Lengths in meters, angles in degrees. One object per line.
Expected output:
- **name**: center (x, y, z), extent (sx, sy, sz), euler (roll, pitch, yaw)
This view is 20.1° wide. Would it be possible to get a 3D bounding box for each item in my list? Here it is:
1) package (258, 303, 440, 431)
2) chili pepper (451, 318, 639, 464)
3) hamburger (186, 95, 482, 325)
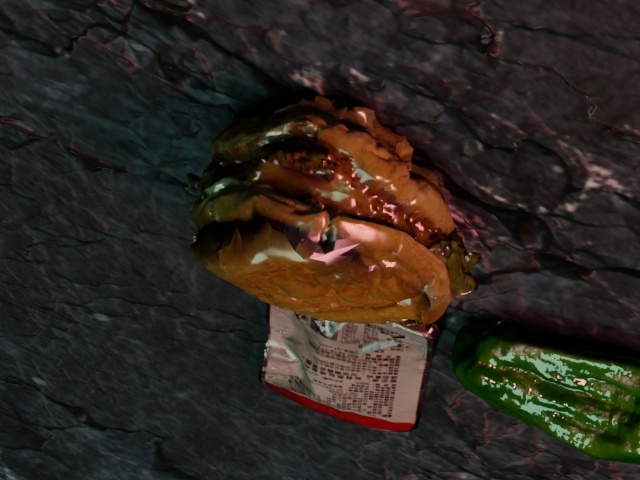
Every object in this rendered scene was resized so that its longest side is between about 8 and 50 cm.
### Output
- **package**: center (0.019, 0.102, 1.549), extent (0.154, 0.030, 0.239), euler (19, 150, 7)
- **chili pepper**: center (0.220, 0.118, 1.389), extent (0.257, 0.074, 0.100), euler (12, 103, 16)
- **hamburger**: center (0.000, 0.000, 1.310), extent (0.183, 0.130, 0.206), euler (-2, 143, 42)
